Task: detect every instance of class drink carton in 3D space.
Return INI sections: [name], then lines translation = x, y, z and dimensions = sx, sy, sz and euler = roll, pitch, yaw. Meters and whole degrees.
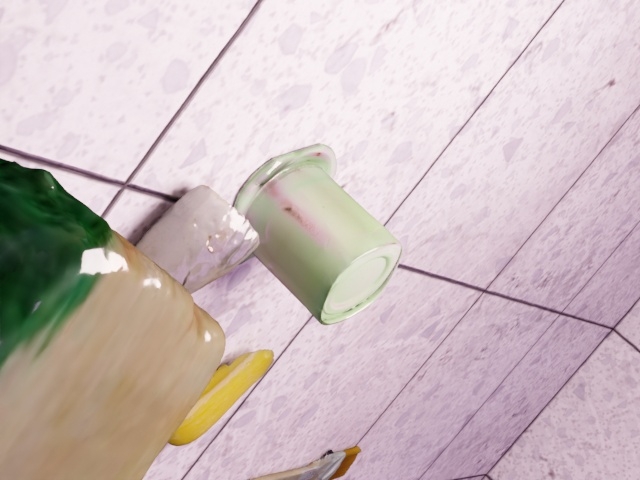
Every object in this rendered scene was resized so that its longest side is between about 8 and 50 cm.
[drink carton]
translation = 0.000, 0.000, 1.151
dimensions = 0.146, 0.142, 0.144
euler = -20, 143, -40

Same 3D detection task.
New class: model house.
[model house]
translation = -0.305, 0.091, 0.607
dimensions = 0.382, 0.343, 0.334
euler = -54, 160, -11

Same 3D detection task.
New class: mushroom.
[mushroom]
translation = -0.164, 0.036, 1.027
dimensions = 0.223, 0.081, 0.092
euler = -35, 171, -17

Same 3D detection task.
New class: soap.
[soap]
translation = -0.126, 0.191, 1.358
dimensions = 0.168, 0.033, 0.089
euler = -41, 156, -11

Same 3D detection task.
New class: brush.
[brush]
translation = -0.035, 0.387, 1.793
dimensions = 0.337, 0.020, 0.085
euler = 2, 127, -57
